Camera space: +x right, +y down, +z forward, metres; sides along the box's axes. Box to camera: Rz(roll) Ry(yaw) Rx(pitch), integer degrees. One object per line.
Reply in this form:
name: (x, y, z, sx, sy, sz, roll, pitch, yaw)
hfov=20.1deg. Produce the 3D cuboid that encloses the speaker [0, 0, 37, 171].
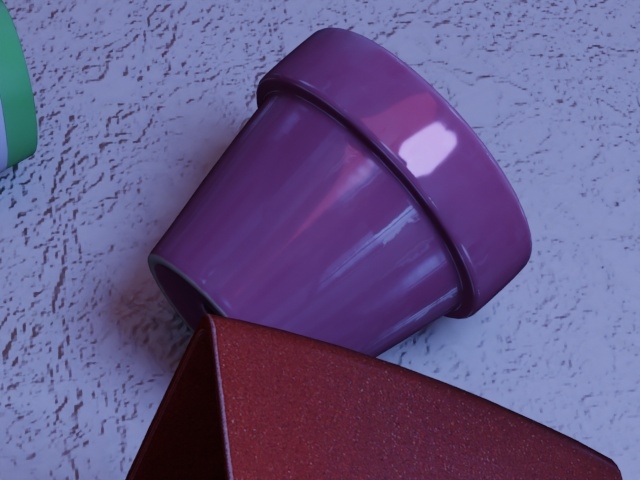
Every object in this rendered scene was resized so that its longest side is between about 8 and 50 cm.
speaker: (-0.339, -0.074, 1.155, 0.296, 0.131, 0.131, -14, 57, -17)

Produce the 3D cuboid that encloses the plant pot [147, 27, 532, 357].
plant pot: (0.000, 0.000, 1.125, 0.180, 0.201, 0.201, -42, 68, -14)

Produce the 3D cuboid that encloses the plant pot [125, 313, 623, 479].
plant pot: (0.032, 0.223, 0.924, 0.235, 0.267, 0.267, 5, 52, -20)
